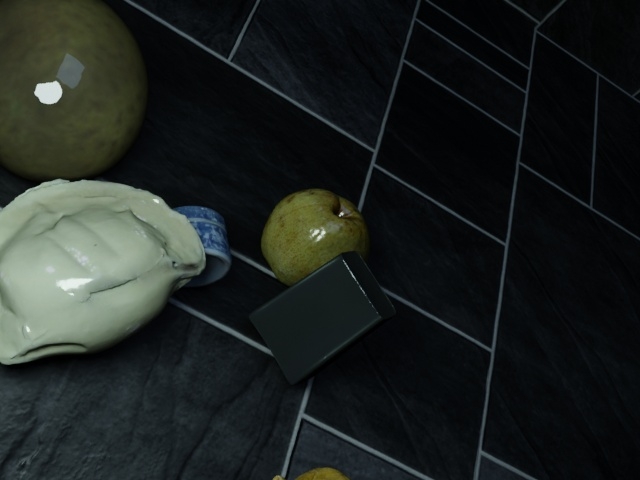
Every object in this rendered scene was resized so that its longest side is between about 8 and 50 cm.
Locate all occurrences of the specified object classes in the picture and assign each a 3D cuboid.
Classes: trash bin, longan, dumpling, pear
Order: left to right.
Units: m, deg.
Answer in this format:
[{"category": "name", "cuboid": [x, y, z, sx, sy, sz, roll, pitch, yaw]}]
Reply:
[{"category": "longan", "cuboid": [-0.483, -0.278, 1.602, 0.361, 0.361, 0.361, 17, 53, -24]}, {"category": "dumpling", "cuboid": [-0.397, 0.026, 1.487, 0.395, 0.233, 0.315, -24, 77, -23]}, {"category": "pear", "cuboid": [0.000, 0.000, 1.796, 0.228, 0.211, 0.188, 19, 50, -24]}, {"category": "trash bin", "cuboid": [0.006, 0.144, 1.681, 0.165, 0.225, 0.115, 58, 22, 11]}]

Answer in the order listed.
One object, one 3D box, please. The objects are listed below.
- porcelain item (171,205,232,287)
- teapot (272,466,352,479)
[{"category": "porcelain item", "cuboid": [-0.246, 0.009, 1.672, 0.147, 0.147, 0.114, 7, 56, -30]}, {"category": "teapot", "cuboid": [0.009, 0.510, 1.488, 0.167, 0.203, 0.311, -37, 109, -31]}]
